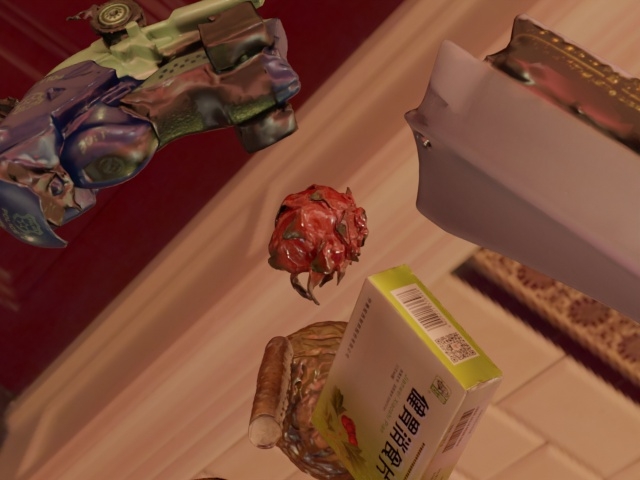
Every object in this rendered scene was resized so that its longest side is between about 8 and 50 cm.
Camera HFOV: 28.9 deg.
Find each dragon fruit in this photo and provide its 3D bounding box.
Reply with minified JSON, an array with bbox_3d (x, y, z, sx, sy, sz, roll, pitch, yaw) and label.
[{"bbox_3d":[-0.004,-0.005,1.543,0.121,0.142,0.130,43,20,0],"label":"dragon fruit"}]

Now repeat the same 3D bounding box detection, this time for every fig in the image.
[{"bbox_3d":[0.072,0.230,2.107,0.286,0.368,0.286,28,40,-26],"label":"fig"}]

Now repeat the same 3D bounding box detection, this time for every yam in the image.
[{"bbox_3d":[-0.059,0.183,1.550,0.046,0.046,0.264,41,15,-9],"label":"yam"}]

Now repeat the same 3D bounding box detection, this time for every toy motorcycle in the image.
[{"bbox_3d":[-0.177,-0.103,1.058,0.125,0.331,0.196,70,-2,-46],"label":"toy motorcycle"}]

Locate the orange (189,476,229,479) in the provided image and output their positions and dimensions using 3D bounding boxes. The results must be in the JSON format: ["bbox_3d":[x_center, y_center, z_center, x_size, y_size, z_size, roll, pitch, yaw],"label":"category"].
[{"bbox_3d":[-0.123,0.344,1.411,0.156,0.134,0.156,27,24,-13],"label":"orange"}]

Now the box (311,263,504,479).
[{"bbox_3d":[0.088,0.178,1.389,0.062,0.261,0.175,-18,54,-35],"label":"box"}]

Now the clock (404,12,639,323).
[{"bbox_3d":[0.157,0.014,0.481,0.186,0.083,0.253,39,11,33],"label":"clock"}]
